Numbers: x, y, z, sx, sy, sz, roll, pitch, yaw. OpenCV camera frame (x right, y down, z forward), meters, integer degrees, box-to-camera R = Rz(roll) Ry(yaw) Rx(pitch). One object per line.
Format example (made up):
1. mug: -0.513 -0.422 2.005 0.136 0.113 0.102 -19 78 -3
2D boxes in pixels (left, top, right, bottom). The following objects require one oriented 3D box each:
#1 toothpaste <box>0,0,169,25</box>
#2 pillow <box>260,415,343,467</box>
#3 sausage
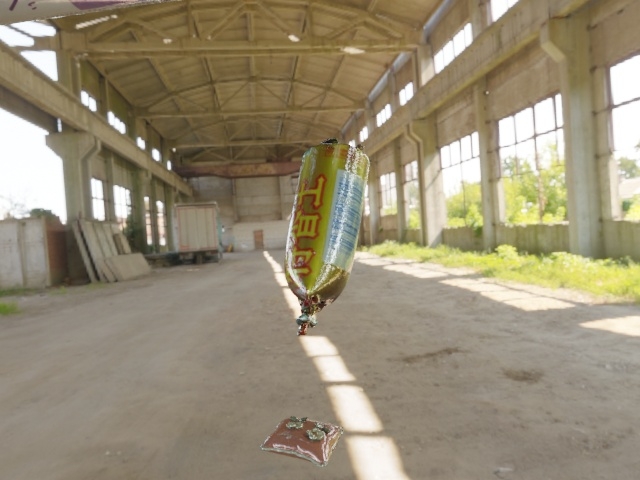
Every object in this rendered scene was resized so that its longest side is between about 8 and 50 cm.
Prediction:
1. toothpaste: -0.305 -0.288 0.508 0.299 0.114 0.073 -22 16 -15
2. pillow: -0.044 0.515 1.233 0.179 0.075 0.171 4 8 18
3. sausage: -0.001 0.000 0.769 0.117 0.317 0.125 17 -19 -16
